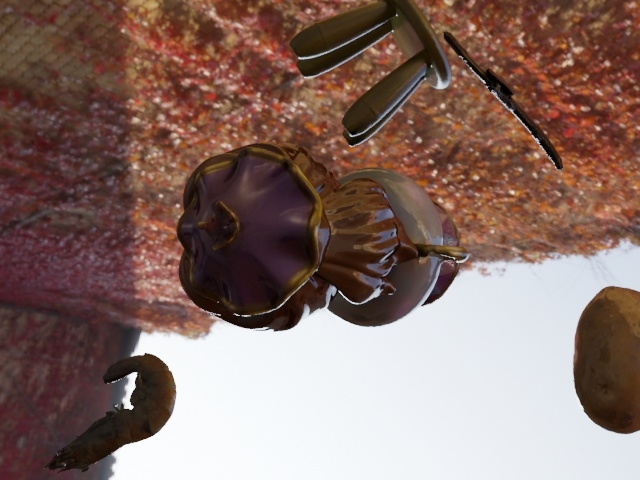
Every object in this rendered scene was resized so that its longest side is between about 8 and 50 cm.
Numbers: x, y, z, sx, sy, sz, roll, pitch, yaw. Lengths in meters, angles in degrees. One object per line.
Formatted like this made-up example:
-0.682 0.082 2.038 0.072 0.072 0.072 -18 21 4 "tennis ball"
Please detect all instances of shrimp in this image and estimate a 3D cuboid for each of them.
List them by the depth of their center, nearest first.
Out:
-0.390 0.314 1.361 0.296 0.058 0.169 -28 -126 10 "shrimp"

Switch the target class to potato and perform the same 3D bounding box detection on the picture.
0.301 0.117 0.733 0.112 0.112 0.147 -1 -117 47 "potato"

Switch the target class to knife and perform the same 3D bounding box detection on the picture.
0.229 -0.177 0.913 0.021 0.222 0.045 -38 -170 33 "knife"

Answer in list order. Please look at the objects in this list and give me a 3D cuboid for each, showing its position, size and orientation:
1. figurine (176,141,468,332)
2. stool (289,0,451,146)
0.000 0.000 0.578 0.189 0.263 0.142 -5 -98 41 "figurine"
0.045 -0.159 0.678 0.110 0.134 0.135 -33 -135 1 "stool"
